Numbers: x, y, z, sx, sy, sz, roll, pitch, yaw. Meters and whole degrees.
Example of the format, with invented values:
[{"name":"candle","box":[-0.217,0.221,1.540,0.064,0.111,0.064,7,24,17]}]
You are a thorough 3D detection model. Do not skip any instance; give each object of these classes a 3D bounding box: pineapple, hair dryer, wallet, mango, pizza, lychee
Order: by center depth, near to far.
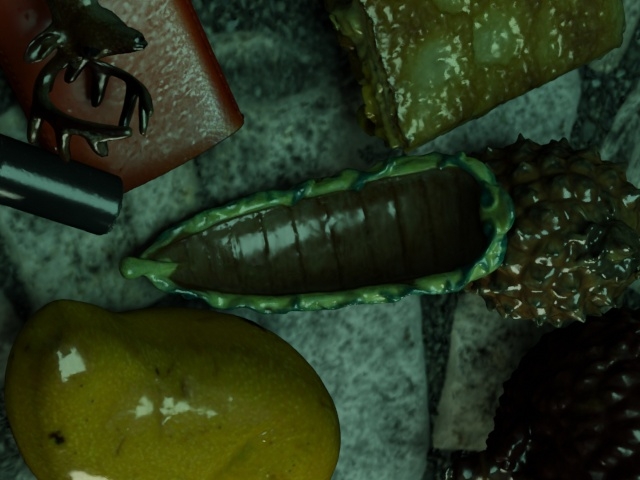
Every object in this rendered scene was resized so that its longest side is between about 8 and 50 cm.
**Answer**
[{"name":"hair dryer","box":[-0.245,0.019,1.231,0.173,0.050,0.195,18,100,-22]},{"name":"wallet","box":[-0.152,-0.137,1.257,0.142,0.045,0.204,-30,118,-11]},{"name":"mango","box":[-0.113,0.128,1.314,0.295,0.120,0.177,24,96,-34]},{"name":"pizza","box":[0.110,-0.230,1.391,0.268,0.087,0.258,-25,111,-28]},{"name":"pineapple","box":[0.184,-0.005,1.432,0.166,0.193,0.166,-4,97,-31]},{"name":"lychee","box":[0.247,0.185,1.484,0.300,0.264,0.264,-2,104,-18]}]

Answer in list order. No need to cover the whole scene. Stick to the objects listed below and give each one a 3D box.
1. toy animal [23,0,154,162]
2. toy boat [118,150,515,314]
[{"name":"toy animal","box":[-0.207,-0.192,1.150,0.243,0.087,0.260,14,120,2]},{"name":"toy boat","box":[-0.003,0.002,1.350,0.293,0.099,0.108,-9,83,-5]}]
